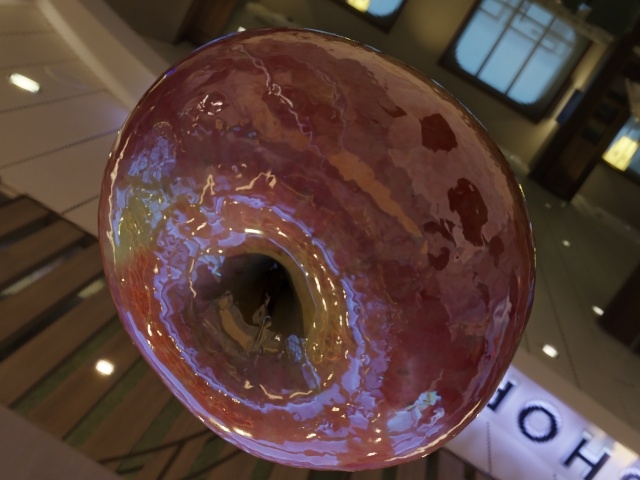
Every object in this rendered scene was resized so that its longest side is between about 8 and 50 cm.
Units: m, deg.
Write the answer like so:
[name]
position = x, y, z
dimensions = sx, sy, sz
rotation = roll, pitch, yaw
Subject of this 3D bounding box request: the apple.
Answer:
[apple]
position = 0.000, 0.000, 0.657
dimensions = 0.345, 0.344, 0.269
rotation = 34, -154, 8
